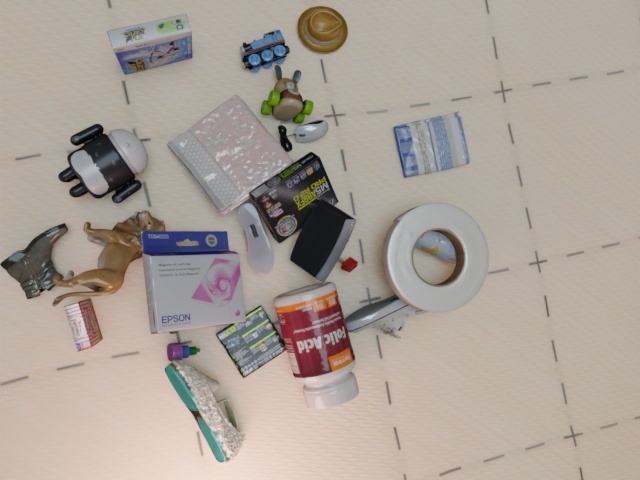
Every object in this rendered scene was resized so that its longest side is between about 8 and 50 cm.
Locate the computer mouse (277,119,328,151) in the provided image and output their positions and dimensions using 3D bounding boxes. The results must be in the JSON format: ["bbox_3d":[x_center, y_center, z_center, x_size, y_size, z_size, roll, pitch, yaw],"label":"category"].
[{"bbox_3d":[-0.055,-0.388,1.975,0.193,0.042,0.106,-19,127,-14],"label":"computer mouse"}]

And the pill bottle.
[{"bbox_3d":[-0.008,0.357,1.879,0.224,0.224,0.392,-16,91,-12],"label":"pill bottle"}]

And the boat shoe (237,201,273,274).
[{"bbox_3d":[-0.221,-0.011,1.920,0.095,0.084,0.258,-11,98,0],"label":"boat shoe"}]

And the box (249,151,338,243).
[{"bbox_3d":[-0.087,-0.149,1.910,0.270,0.060,0.216,-35,130,-11],"label":"box"}]

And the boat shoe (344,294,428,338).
[{"bbox_3d":[0.262,0.293,1.997,0.367,0.136,0.156,-20,95,-22],"label":"boat shoe"}]

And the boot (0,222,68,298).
[{"bbox_3d":[-0.892,0.068,1.786,0.246,0.083,0.161,-38,102,-5],"label":"boot"}]

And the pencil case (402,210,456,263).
[{"bbox_3d":[0.420,-0.013,2.043,0.273,0.113,0.124,22,65,-11],"label":"pencil case"}]

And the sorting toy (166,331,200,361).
[{"bbox_3d":[-0.454,0.226,1.864,0.126,0.127,0.365,1,85,-35],"label":"sorting toy"}]

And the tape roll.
[{"bbox_3d":[0.407,0.059,1.941,0.392,0.072,0.392,1,87,-11],"label":"tape roll"}]

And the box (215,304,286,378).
[{"bbox_3d":[-0.240,0.355,1.922,0.190,0.045,0.184,-33,92,-11],"label":"box"}]

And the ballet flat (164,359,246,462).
[{"bbox_3d":[-0.379,0.554,1.845,0.147,0.147,0.409,-28,102,-12],"label":"ballet flat"}]

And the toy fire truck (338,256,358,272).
[{"bbox_3d":[0.051,0.017,1.971,0.192,0.135,0.047,32,48,26],"label":"toy fire truck"}]

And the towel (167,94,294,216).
[{"bbox_3d":[-0.313,-0.299,1.891,0.317,0.053,0.332,-38,82,-10],"label":"towel"}]

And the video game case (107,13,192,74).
[{"bbox_3d":[-0.544,-0.633,1.783,0.244,0.269,0.061,-17,93,-12],"label":"video game case"}]

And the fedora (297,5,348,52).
[{"bbox_3d":[0.014,-0.786,2.006,0.194,0.079,0.194,1,88,-13],"label":"fedora"}]

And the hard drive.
[{"bbox_3d":[0.000,0.000,1.903,0.172,0.054,0.255,34,107,24],"label":"hard drive"}]

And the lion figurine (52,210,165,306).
[{"bbox_3d":[-0.664,0.064,1.746,0.240,0.142,0.392,16,57,-5],"label":"lion figurine"}]

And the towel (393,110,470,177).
[{"bbox_3d":[0.430,-0.367,2.101,0.285,0.034,0.209,-14,93,-10],"label":"towel"}]

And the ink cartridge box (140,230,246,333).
[{"bbox_3d":[-0.410,0.123,1.790,0.324,0.071,0.330,-2,80,-41],"label":"ink cartridge box"}]

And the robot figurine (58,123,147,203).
[{"bbox_3d":[-0.704,-0.247,1.786,0.278,0.209,0.173,-34,53,-11],"label":"robot figurine"}]

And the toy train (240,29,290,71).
[{"bbox_3d":[-0.204,-0.678,1.959,0.184,0.080,0.105,-23,83,-10],"label":"toy train"}]

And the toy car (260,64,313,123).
[{"bbox_3d":[-0.116,-0.535,1.945,0.155,0.149,0.188,9,74,-24],"label":"toy car"}]

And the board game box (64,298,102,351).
[{"bbox_3d":[-0.751,0.265,1.740,0.045,0.193,0.147,-16,92,-12],"label":"board game box"}]
